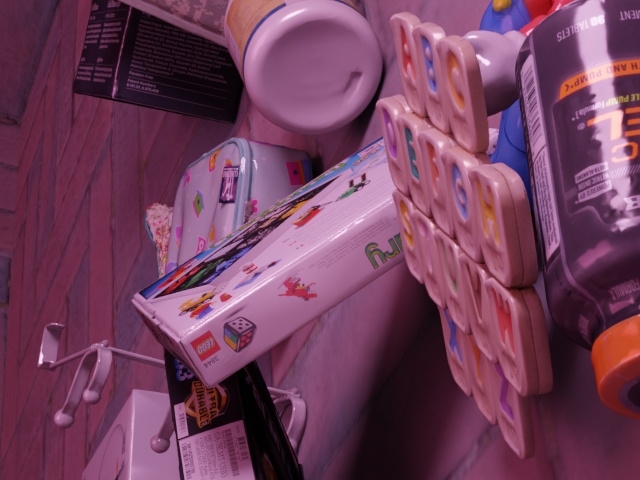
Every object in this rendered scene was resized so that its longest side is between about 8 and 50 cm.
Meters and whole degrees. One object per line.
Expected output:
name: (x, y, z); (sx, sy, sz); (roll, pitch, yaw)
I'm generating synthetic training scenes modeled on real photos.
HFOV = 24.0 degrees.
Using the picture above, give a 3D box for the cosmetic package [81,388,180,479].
cosmetic package: (-0.247, 0.425, 1.954); (0.284, 0.097, 0.377); (122, 152, -52)

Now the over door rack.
over door rack: (-0.177, 0.178, 1.675); (0.324, 0.239, 0.108); (-178, 104, -70)

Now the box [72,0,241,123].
box: (-0.217, -0.343, 2.169); (0.343, 0.179, 0.312); (-157, 78, -70)

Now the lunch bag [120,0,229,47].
lunch bag: (-0.141, -0.389, 1.868); (0.235, 0.287, 0.169); (-63, -3, 28)

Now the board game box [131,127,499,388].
board game box: (0.000, 0.000, 1.241); (0.053, 0.305, 0.193); (60, 169, -15)

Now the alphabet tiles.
alphabet tiles: (0.089, -0.006, 1.001); (0.284, 0.021, 0.278); (-127, 26, -70)

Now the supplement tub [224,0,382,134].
supplement tub: (-0.024, -0.212, 1.595); (0.199, 0.144, 0.144); (-114, 39, -60)

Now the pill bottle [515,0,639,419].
pill bottle: (0.192, -0.019, 0.892); (0.130, 0.130, 0.245); (125, 149, -50)

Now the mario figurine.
mario figurine: (0.135, -0.172, 1.074); (0.198, 0.170, 0.320); (33, 114, 57)

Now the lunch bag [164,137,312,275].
lunch bag: (-0.101, 0.006, 1.746); (0.279, 0.108, 0.224); (163, 117, -69)

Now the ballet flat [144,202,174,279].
ballet flat: (-0.183, 0.016, 2.053); (0.077, 0.091, 0.241); (-39, 38, 15)

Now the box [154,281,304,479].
box: (-0.064, 0.221, 1.353); (0.293, 0.073, 0.295); (-103, -4, -52)
